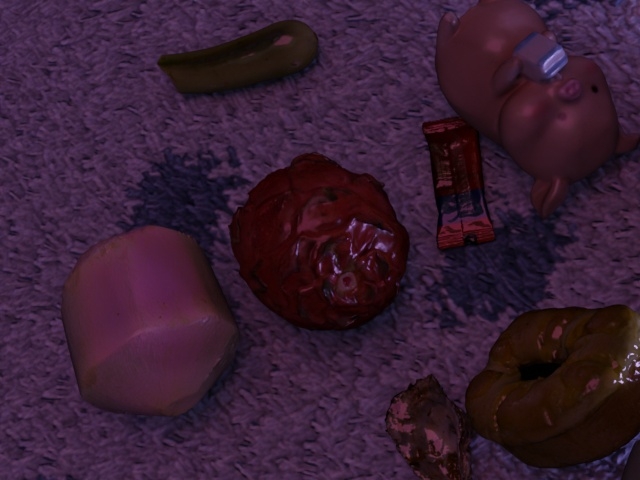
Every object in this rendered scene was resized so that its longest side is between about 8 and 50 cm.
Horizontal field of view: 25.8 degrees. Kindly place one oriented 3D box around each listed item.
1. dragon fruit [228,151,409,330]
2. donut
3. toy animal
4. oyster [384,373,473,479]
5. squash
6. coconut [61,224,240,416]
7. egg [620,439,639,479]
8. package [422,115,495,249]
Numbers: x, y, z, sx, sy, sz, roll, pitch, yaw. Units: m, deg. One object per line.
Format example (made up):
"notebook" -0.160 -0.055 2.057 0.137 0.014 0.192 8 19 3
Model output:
"dragon fruit" 0.000 0.009 1.906 0.252 0.241 0.241 18 75 31
"donut" 0.301 0.184 1.741 0.208 0.128 0.261 -54 21 -22
"toy animal" 0.294 -0.204 1.910 0.195 0.213 0.256 -34 56 -15
"oyster" 0.158 0.266 1.852 0.105 0.056 0.177 -43 63 10
"squash" -0.122 -0.275 2.135 0.250 0.083 0.083 -13 66 15
"coconut" -0.234 0.130 1.934 0.233 0.233 0.245 -24 64 6
"egg" 0.482 0.309 1.617 0.278 0.278 0.336 -3 69 15
"package" 0.196 -0.085 1.996 0.083 0.022 0.200 -11 68 13
